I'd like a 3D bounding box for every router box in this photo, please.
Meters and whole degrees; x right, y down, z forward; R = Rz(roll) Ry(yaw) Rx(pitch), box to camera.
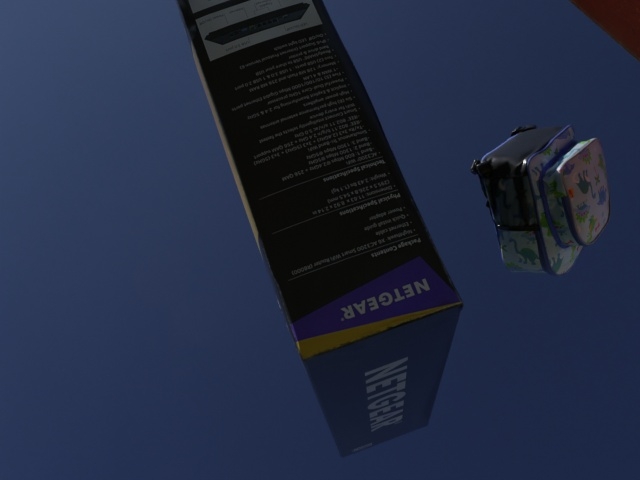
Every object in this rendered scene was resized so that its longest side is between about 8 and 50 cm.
[{"bbox_3d":[0.000,0.000,0.500,0.081,0.243,0.309,-20,-25,-4],"label":"router box"}]

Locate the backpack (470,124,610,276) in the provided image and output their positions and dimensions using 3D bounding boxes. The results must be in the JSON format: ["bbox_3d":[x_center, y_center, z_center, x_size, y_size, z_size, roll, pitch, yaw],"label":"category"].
[{"bbox_3d":[0.191,-0.030,0.608,0.105,0.084,0.114,-35,-60,-41],"label":"backpack"}]

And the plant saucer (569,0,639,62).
[{"bbox_3d":[0.298,-0.139,0.494,0.259,0.258,0.048,46,-46,9],"label":"plant saucer"}]
